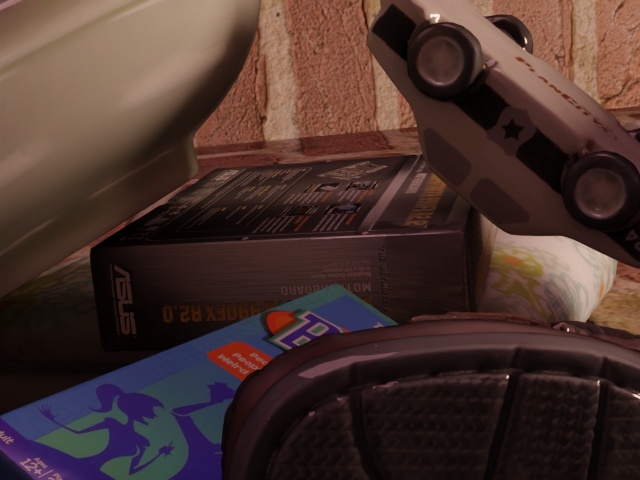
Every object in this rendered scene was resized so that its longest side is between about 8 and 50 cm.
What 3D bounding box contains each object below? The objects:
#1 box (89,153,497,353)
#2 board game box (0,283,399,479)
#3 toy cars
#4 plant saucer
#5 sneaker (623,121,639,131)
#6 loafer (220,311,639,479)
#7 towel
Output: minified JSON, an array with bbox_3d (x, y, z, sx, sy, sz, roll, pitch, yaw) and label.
[{"bbox_3d":[0.000,0.000,0.701,0.183,0.056,0.231,-2,13,11],"label":"box"},{"bbox_3d":[0.001,0.095,0.460,0.160,0.047,0.210,32,27,25],"label":"board game box"},{"bbox_3d":[0.181,-0.004,0.659,0.393,0.087,0.176,24,26,-24],"label":"toy cars"},{"bbox_3d":[-0.176,-0.021,0.657,0.400,0.101,0.400,-32,6,4],"label":"plant saucer"},{"bbox_3d":[0.319,-0.043,1.211,0.118,0.107,0.279,-26,11,-11],"label":"sneaker"},{"bbox_3d":[0.103,0.080,0.414,0.302,0.109,0.095,10,10,-22],"label":"loafer"},{"bbox_3d":[-0.014,0.046,0.838,0.374,0.090,0.320,-1,14,23],"label":"towel"}]
